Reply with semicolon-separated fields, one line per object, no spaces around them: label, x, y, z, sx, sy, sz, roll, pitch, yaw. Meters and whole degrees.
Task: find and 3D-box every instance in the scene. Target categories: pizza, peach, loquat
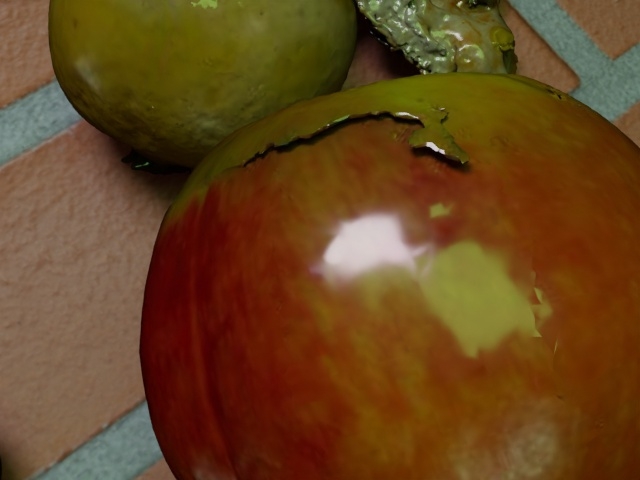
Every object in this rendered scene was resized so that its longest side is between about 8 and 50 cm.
pizza;0.111;-0.240;0.737;0.189;0.071;0.297;-3;74;-39
peach;0.067;0.081;0.483;0.370;0.370;0.370;3;70;-8
loquat;-0.095;-0.155;0.616;0.243;0.244;0.244;3;70;-8

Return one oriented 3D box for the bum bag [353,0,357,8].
bum bag;-0.061;-0.277;0.747;0.248;0.069;0.102;43;85;9
